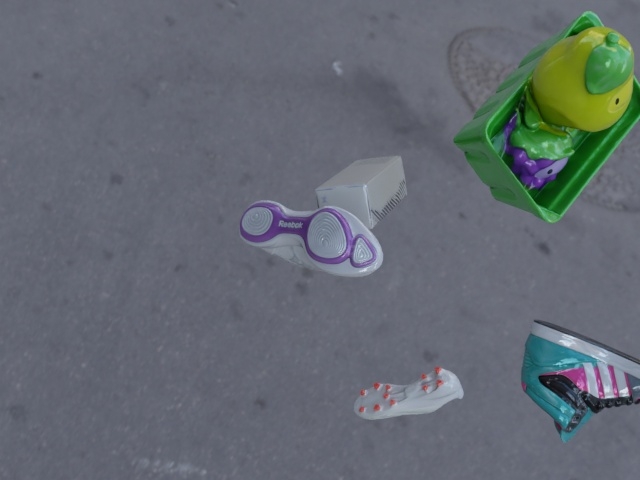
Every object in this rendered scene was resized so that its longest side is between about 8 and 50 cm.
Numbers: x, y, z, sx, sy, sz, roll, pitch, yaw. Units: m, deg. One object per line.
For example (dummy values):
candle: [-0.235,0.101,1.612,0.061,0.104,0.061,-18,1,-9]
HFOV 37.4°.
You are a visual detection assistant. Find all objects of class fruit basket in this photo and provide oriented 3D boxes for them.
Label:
fruit basket: [0.466,-0.245,1.737,0.283,0.392,0.392,50,35,-21]

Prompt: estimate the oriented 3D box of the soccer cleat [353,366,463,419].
soccer cleat: [0.149,0.273,1.613,0.076,0.196,0.068,49,32,-36]

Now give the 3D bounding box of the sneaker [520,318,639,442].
sneaker: [0.472,0.271,1.616,0.295,0.178,0.124,23,4,10]

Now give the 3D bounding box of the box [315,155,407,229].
box: [0.089,-0.099,1.941,0.275,0.113,0.094,-40,123,-63]

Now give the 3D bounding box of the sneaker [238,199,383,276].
sneaker: [0.000,0.000,1.725,0.305,0.114,0.152,18,-9,37]
